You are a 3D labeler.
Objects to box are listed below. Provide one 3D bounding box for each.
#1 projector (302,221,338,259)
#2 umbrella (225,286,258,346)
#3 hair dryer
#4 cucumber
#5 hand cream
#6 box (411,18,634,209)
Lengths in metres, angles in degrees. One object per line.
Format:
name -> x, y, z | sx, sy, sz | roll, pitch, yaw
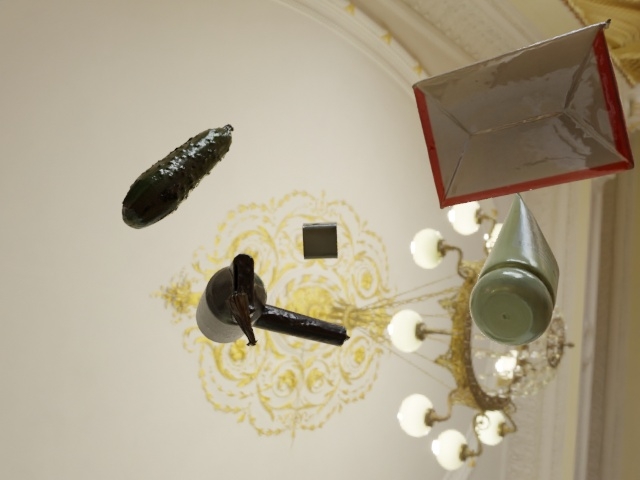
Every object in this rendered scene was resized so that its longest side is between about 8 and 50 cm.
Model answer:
projector -> 0.000, 0.000, 1.417 | 0.083, 0.082, 0.084 | -83, -9, -83
umbrella -> -0.099, 0.097, 0.770 | 0.020, 0.031, 0.083 | -35, -73, -85
hair dryer -> -0.070, 0.135, 1.116 | 0.302, 0.244, 0.116 | 15, -112, -14
cucumber -> -0.186, -0.096, 0.820 | 0.227, 0.069, 0.069 | -52, -54, -38
hand cream -> 0.274, 0.035, 0.799 | 0.147, 0.093, 0.306 | 61, -147, -5
box -> 0.196, -0.116, 0.582 | 0.099, 0.182, 0.133 | -33, -72, -63
